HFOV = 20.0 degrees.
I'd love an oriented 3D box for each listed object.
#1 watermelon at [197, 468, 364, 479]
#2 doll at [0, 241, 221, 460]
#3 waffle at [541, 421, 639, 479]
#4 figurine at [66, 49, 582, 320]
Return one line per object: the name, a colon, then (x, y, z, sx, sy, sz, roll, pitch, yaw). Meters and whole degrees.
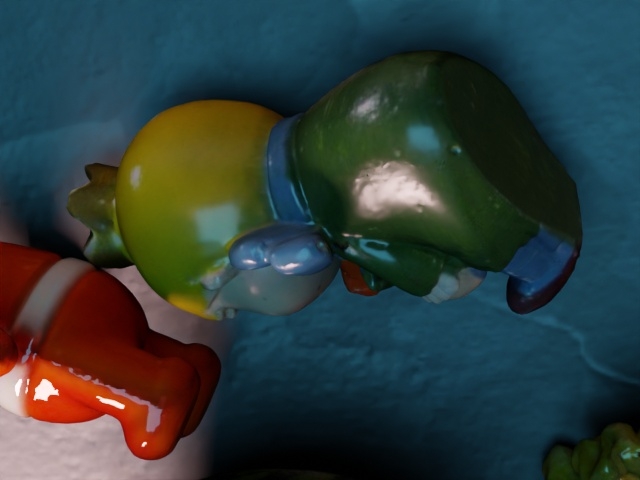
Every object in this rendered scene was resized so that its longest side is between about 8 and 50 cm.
watermelon: (-0.021, 0.259, 0.927, 0.285, 0.285, 0.285, 2, 107, 5)
doll: (-0.218, 0.027, 0.923, 0.336, 0.200, 0.105, 21, 95, 3)
waffle: (0.186, 0.209, 0.934, 0.059, 0.238, 0.243, -10, 98, -33)
figurine: (0.001, -0.010, 0.937, 0.234, 0.127, 0.185, -25, 145, 27)
